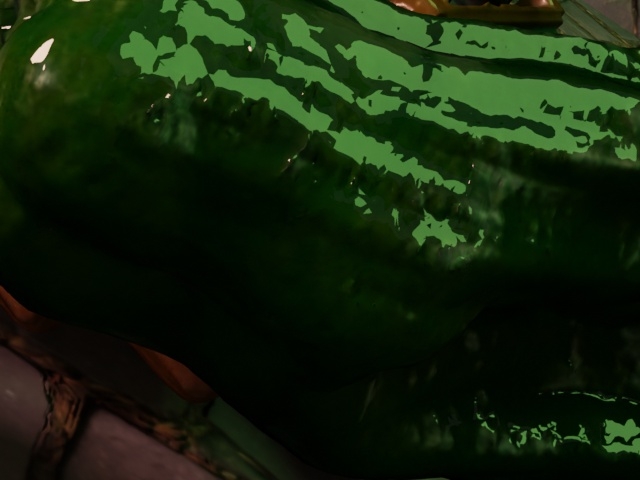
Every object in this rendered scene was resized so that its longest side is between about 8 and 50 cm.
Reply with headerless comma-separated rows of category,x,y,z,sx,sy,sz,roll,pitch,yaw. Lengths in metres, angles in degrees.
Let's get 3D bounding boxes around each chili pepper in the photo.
chili pepper,0.029,0.008,0.583,0.384,0.213,0.168,22,64,-19

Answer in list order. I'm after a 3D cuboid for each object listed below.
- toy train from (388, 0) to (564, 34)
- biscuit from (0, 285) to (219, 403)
toy train,0.114,-0.125,1.228,0.249,0.178,0.429,52,25,9
biscuit,-0.115,-0.054,0.741,0.306,0.043,0.284,6,58,1
